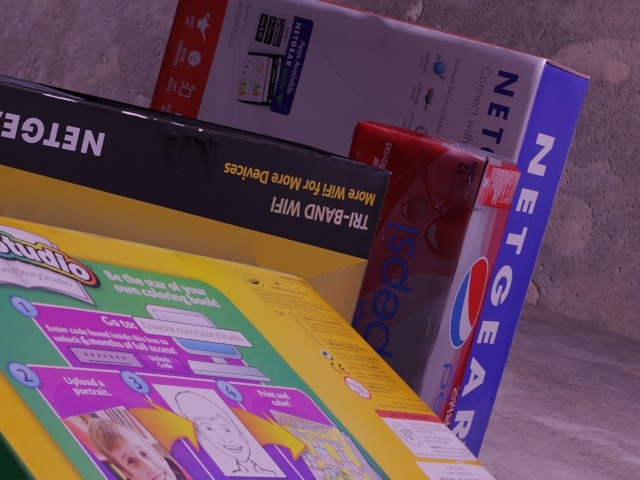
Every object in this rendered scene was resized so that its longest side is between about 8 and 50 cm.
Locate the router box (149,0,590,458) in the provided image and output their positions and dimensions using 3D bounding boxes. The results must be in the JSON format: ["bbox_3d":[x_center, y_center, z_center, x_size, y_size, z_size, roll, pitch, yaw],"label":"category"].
[{"bbox_3d":[0.000,0.000,1.304,0.301,0.335,0.082,18,5,31],"label":"router box"}]

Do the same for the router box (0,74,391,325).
[{"bbox_3d":[-0.124,0.046,0.984,0.309,0.243,0.081,10,7,-41],"label":"router box"}]

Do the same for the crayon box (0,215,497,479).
[{"bbox_3d":[-0.054,0.078,0.628,0.165,0.081,0.278,46,18,30],"label":"crayon box"}]

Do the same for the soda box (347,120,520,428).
[{"bbox_3d":[0.041,0.064,1.138,0.092,0.263,0.083,18,5,22],"label":"soda box"}]
